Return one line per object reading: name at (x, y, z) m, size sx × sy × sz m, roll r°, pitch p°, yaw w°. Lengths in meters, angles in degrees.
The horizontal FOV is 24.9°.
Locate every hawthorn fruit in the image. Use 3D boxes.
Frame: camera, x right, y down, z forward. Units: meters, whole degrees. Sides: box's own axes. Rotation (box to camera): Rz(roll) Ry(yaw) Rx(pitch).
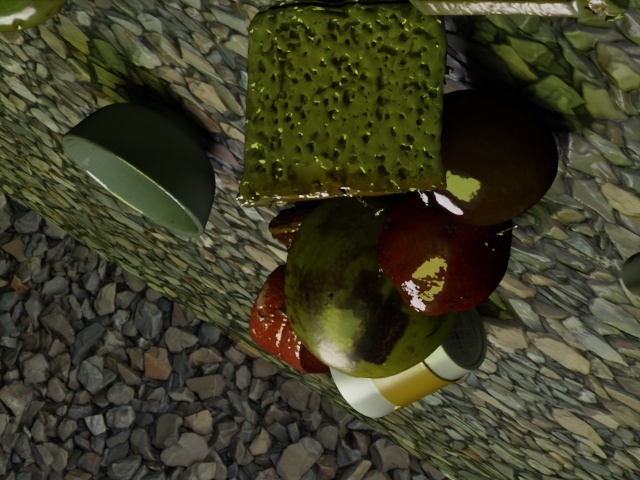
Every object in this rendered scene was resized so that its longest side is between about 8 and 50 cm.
hawthorn fruit at (0.188, 0.002, 1.938) m, size 0.181 × 0.181 × 0.235 m, roll 41°, pitch 142°, yaw -22°

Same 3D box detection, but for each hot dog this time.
hot dog at (0.003, -0.001, 2.413) m, size 0.160 × 0.099 × 0.227 m, roll 39°, pitch 161°, yaw -16°

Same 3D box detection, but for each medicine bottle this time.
medicine bottle at (0.422, 0.026, 1.715) m, size 0.058 × 0.057 × 0.199 m, roll 36°, pitch 163°, yaw -4°

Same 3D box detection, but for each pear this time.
pear at (0.073, 0.069, 2.150) m, size 0.283 × 0.283 × 0.283 m, roll 32°, pitch 164°, yaw 10°

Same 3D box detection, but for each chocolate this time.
chocolate at (0.193, -0.099, 1.670) m, size 0.177 × 0.176 × 0.177 m, roll 32°, pitch 164°, yaw 10°

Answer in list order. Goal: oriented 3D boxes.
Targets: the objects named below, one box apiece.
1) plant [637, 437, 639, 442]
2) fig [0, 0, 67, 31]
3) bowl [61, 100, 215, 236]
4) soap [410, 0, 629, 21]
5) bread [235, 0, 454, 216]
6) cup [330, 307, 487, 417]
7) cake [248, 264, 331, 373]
plant at (0.545, 0.322, 2.347) m, size 0.051 × 0.051 × 0.102 m, roll 40°, pitch 169°, yaw -18°
fig at (-0.428, -0.400, 1.987) m, size 0.233 × 0.233 × 0.314 m, roll 35°, pitch -168°, yaw -3°
bowl at (-0.285, -0.145, 2.474) m, size 0.289 × 0.146 × 0.289 m, roll 30°, pitch 165°, yaw 9°
soap at (0.150, -0.281, 1.306) m, size 0.173 × 0.089 × 0.274 m, roll 43°, pitch 162°, yaw -32°
bread at (0.046, -0.151, 1.700) m, size 0.279 × 0.248 × 0.315 m, roll 0°, pitch -174°, yaw 18°
cup at (0.157, 0.166, 2.408) m, size 0.226 × 0.241 × 0.185 m, roll -25°, pitch 99°, yaw 37°
cake at (0.001, 0.141, 2.556) m, size 0.151 × 0.177 × 0.283 m, roll 26°, pitch -166°, yaw 28°
